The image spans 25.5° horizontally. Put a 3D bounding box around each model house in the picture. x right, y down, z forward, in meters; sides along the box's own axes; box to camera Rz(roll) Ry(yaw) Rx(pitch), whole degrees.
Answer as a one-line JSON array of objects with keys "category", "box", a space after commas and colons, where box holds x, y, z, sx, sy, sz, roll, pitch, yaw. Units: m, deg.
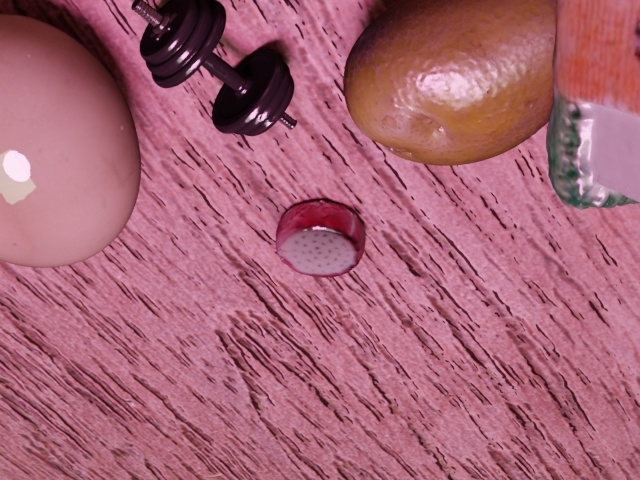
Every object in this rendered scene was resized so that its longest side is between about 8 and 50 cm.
[{"category": "model house", "box": [0.345, -0.120, 1.123, 0.194, 0.325, 0.267, -7, 111, -21]}]

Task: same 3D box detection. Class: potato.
[{"category": "potato", "box": [0.144, -0.163, 1.303, 0.251, 0.159, 0.174, -30, 158, 18]}]

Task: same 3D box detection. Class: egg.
[{"category": "egg", "box": [-0.289, -0.094, 1.375, 0.219, 0.219, 0.269, -9, 123, 15]}]

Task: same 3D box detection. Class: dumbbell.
[{"category": "dumbbell", "box": [-0.099, -0.168, 1.361, 0.099, 0.099, 0.208, -30, 129, 34]}]

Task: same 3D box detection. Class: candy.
[{"category": "candy", "box": [0.000, 0.000, 1.588, 0.103, 0.043, 0.103, 2, 139, 2]}]
